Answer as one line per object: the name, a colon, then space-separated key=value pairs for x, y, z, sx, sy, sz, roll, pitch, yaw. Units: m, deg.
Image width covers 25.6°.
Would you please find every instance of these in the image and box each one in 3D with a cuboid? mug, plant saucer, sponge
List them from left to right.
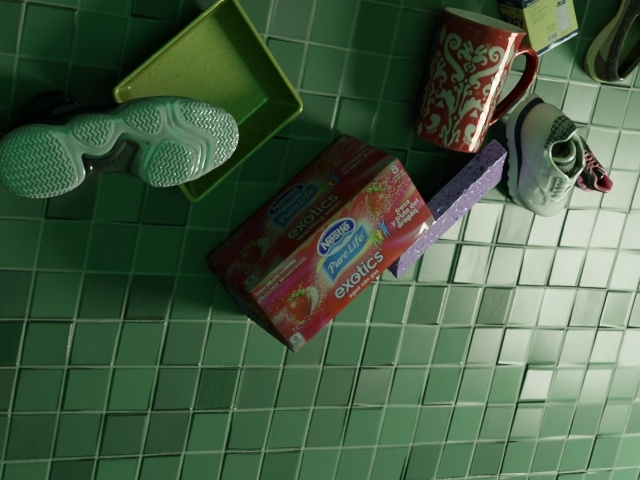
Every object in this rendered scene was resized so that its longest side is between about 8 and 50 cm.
plant saucer: x=-0.140 y=-0.173 z=1.685 sx=0.188 sy=0.045 sz=0.188 roll=-42 pitch=124 yaw=-12
sponge: x=0.168 y=-0.041 z=1.899 sx=0.210 sy=0.031 sz=0.117 roll=-43 pitch=167 yaw=-11
mug: x=0.207 y=-0.204 z=1.845 sx=0.150 sy=0.113 sz=0.169 roll=16 pitch=105 yaw=-4

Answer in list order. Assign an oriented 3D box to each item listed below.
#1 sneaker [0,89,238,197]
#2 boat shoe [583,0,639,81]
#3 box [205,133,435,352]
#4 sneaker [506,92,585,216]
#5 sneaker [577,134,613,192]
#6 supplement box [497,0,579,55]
sneaker: x=-0.235 y=-0.122 z=1.572 sx=0.269 sy=0.153 sz=0.101 roll=-9 pitch=113 yaw=-17
boat shoe: x=0.462 y=-0.316 z=1.994 sx=0.080 sy=0.073 sz=0.223 roll=36 pitch=88 yaw=-37
box: x=0.000 y=0.000 z=1.789 sx=0.257 sy=0.128 sz=0.122 roll=-42 pitch=125 yaw=-11
sneaker: x=0.319 y=-0.099 z=1.950 sx=0.090 sy=0.095 sz=0.235 roll=-49 pitch=147 yaw=-17
sneaker: x=0.387 y=-0.111 z=2.038 sx=0.047 sy=0.057 sz=0.119 roll=-47 pitch=125 yaw=-6
supplement box: x=0.294 y=-0.305 z=1.902 sx=0.083 sy=0.056 sz=0.083 roll=-31 pitch=122 yaw=-20
